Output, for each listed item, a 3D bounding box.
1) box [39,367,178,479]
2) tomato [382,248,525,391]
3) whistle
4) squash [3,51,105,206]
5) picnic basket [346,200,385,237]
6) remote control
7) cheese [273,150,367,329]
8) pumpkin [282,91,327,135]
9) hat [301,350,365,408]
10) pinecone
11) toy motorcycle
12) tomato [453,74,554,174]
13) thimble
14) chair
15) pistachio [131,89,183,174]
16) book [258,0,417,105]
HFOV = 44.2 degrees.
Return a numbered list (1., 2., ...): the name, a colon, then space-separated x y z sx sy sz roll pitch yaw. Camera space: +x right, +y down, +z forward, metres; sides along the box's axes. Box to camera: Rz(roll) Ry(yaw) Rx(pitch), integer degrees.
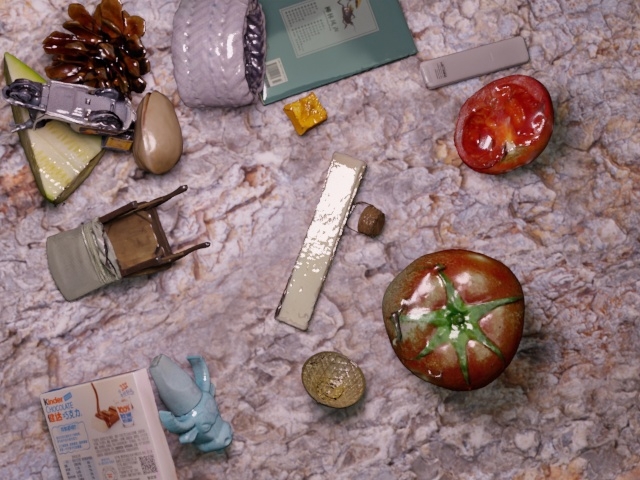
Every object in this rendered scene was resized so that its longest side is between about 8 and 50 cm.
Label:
1. box: -0.437 0.415 1.619 0.273 0.048 0.265 -15 91 27
2. tomato: 0.283 0.169 1.679 0.303 0.239 0.304 0 86 6
3. whistle: -0.274 0.352 1.657 0.093 0.186 0.274 -17 118 23
4. squash: -0.611 -0.222 1.656 0.288 0.111 0.203 39 62 -7
5. picnic basket: 0.097 -0.049 1.759 0.083 0.072 0.072 25 85 27
6. remote control: 0.354 -0.409 1.813 0.260 0.029 0.067 -17 90 -9
7. cheese: 0.001 0.001 1.751 0.085 0.034 0.401 20 89 -1
8. pumpkin: -0.034 -0.281 1.752 0.083 0.054 0.074 -32 95 -28
9. hat: 0.022 0.323 1.737 0.145 0.067 0.146 9 45 -10
10. pinecone: -0.464 -0.382 1.637 0.201 0.202 0.229 -34 93 -38
11. toy motorcycle: -0.497 -0.253 1.567 0.262 0.157 0.091 9 65 -22
12. tomato: 0.421 -0.247 1.745 0.233 0.139 0.201 -27 59 31
13. thimble: -0.206 -0.400 1.646 0.157 0.217 0.246 2 80 9
14. chair: -0.412 0.009 1.666 0.186 0.319 0.160 -24 93 -51
15. pistachio: -0.353 -0.229 1.683 0.108 0.126 0.186 -8 76 17
16. book: 0.005 -0.485 1.773 0.379 0.031 0.264 -19 91 -7
